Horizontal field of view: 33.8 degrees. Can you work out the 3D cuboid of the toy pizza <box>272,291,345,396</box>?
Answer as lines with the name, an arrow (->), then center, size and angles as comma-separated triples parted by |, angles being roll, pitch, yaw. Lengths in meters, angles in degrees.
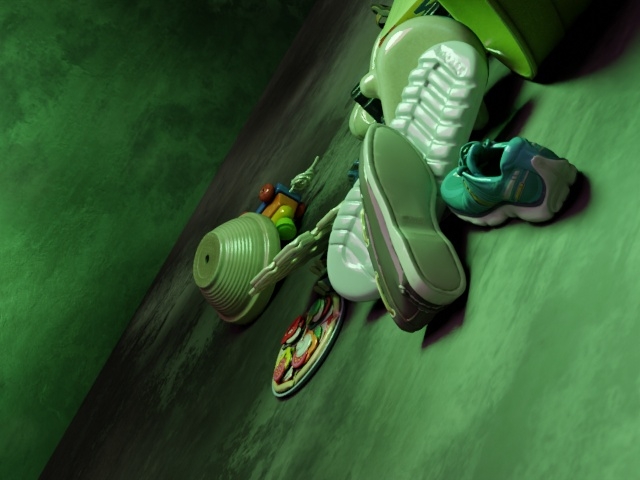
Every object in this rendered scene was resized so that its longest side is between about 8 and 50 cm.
toy pizza -> -0.028, 0.167, 1.745 | 0.201, 0.032, 0.201 | -51, 16, 20

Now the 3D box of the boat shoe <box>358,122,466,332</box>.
boat shoe -> 0.105, -0.025, 1.438 | 0.097, 0.116, 0.324 | -54, 38, 38

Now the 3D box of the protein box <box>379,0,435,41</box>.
protein box -> 0.240, -0.455, 1.998 | 0.201, 0.136, 0.200 | -43, 19, 43

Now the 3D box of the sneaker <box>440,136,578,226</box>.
sneaker -> 0.222, -0.089, 1.341 | 0.107, 0.110, 0.275 | -60, 14, -11

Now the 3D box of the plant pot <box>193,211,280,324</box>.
plant pot -> -0.189, 0.051, 2.186 | 0.237, 0.110, 0.237 | -27, 57, 50

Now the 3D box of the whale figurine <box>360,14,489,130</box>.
whale figurine -> 0.169, -0.221, 1.675 | 0.141, 0.216, 0.272 | -32, -43, -65

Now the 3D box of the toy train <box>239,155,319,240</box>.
toy train -> -0.076, -0.059, 2.257 | 0.248, 0.105, 0.143 | -49, 27, 24

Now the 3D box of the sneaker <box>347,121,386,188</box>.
sneaker -> 0.132, -0.158, 1.803 | 0.081, 0.080, 0.211 | -21, -14, -47

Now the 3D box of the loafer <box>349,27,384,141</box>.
loafer -> 0.147, -0.321, 2.102 | 0.092, 0.102, 0.268 | 14, 84, 59

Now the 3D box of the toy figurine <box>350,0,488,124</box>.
toy figurine -> 0.181, -0.290, 1.848 | 0.209, 0.148, 0.213 | -23, 34, 54

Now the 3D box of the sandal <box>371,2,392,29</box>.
sandal -> 0.172, -0.525, 2.512 | 0.219, 0.090, 0.060 | -127, 49, -67

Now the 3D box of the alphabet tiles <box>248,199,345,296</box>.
alphabet tiles -> 0.000, 0.000, 1.781 | 0.278, 0.021, 0.284 | -44, -10, 37

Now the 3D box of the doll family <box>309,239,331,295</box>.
doll family -> 0.047, 0.018, 1.720 | 0.111, 0.076, 0.193 | -53, 13, -33

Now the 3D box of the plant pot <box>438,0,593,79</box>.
plant pot -> 0.312, -0.488, 1.514 | 0.353, 0.366, 0.366 | -43, 16, 6

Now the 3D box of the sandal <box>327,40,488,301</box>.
sandal -> 0.151, -0.088, 1.566 | 0.169, 0.102, 0.416 | 34, 101, 41
